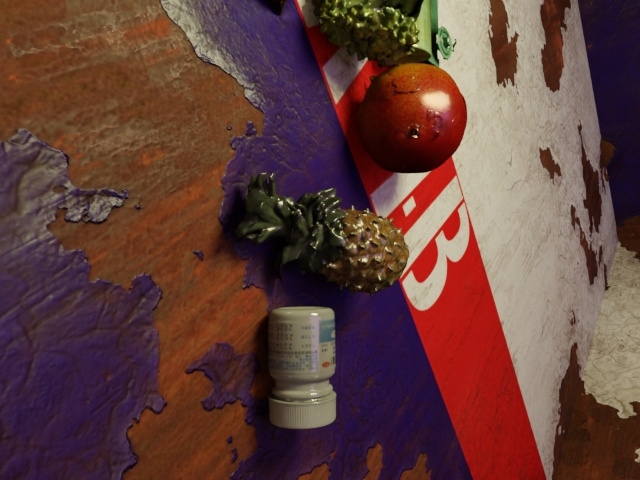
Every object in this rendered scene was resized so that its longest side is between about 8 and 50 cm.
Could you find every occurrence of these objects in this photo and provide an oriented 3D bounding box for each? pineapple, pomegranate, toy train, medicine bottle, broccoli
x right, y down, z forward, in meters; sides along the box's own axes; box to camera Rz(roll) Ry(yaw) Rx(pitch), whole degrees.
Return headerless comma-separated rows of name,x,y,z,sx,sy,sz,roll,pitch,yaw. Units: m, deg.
pineapple,0.000,0.000,0.760,0.310,0.141,0.170,22,96,-38
pomegranate,0.168,-0.237,0.919,0.210,0.210,0.235,30,27,-44
toy train,0.186,-0.494,1.016,0.190,0.126,0.307,0,88,-41
medicine bottle,-0.028,0.186,0.726,0.105,0.105,0.168,4,84,-49
broccoli,0.080,-0.436,0.817,0.181,0.273,0.242,-5,89,-16

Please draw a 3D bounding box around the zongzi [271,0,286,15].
zongzi,-0.060,-0.411,0.759,0.083,0.074,0.067,44,38,-39
